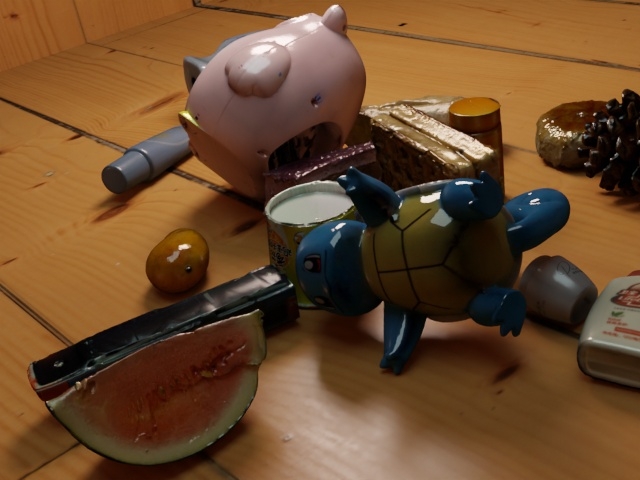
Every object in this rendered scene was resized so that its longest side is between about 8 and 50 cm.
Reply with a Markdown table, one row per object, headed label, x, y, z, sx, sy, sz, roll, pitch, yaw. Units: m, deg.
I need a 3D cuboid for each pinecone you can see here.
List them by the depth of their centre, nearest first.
| label | x | y | z | sx | sy | sz | roll | pitch | yaw |
| --- | --- | --- | --- | --- | --- | --- | --- | --- | --- |
| pinecone | 0.560 | -0.173 | 1.497 | 0.208 | 0.207 | 0.207 | -8 | 29 | 4 |

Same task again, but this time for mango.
| label | x | y | z | sx | sy | sz | roll | pitch | yaw |
| --- | --- | --- | --- | --- | --- | --- | --- | --- | --- |
| mango | -0.250 | 0.032 | 1.492 | 0.115 | 0.089 | 0.165 | -10 | 24 | 19 |

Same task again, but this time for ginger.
| label | x | y | z | sx | sy | sz | roll | pitch | yaw |
| --- | --- | --- | --- | --- | --- | --- | --- | --- | --- |
| ginger | 0.209 | -0.249 | 1.803 | 0.354 | 0.126 | 0.190 | -2 | 35 | 11 |

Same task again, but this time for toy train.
| label | x | y | z | sx | sy | sz | roll | pitch | yaw |
| --- | --- | --- | --- | --- | --- | --- | --- | --- | --- |
| toy train | -0.229 | 0.152 | 1.264 | 0.410 | 0.089 | 0.086 | -23 | 34 | -20 |

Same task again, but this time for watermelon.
| label | x | y | z | sx | sy | sz | roll | pitch | yaw |
| --- | --- | --- | --- | --- | --- | --- | --- | --- | --- |
| watermelon | -0.192 | 0.223 | 1.095 | 0.304 | 0.159 | 0.128 | -21 | 59 | -29 |

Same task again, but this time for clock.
| label | x | y | z | sx | sy | sz | roll | pitch | yaw |
| --- | --- | --- | --- | --- | --- | --- | --- | --- | --- |
| clock | -0.063 | -0.269 | 1.689 | 0.250 | 0.368 | 0.377 | 40 | 73 | 19 |

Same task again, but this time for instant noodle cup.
| label | x | y | z | sx | sy | sz | roll | pitch | yaw |
| --- | --- | --- | --- | --- | --- | --- | --- | --- | --- |
| instant noodle cup | 0.000 | 0.000 | 1.400 | 0.205 | 0.153 | 0.205 | -8 | 30 | 4 |

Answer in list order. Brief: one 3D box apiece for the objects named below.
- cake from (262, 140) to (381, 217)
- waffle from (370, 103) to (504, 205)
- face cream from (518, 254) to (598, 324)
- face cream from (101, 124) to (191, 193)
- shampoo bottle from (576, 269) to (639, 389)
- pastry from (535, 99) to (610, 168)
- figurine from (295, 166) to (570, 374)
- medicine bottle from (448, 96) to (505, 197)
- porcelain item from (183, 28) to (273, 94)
| label | x | y | z | sx | sy | sz | roll | pitch | yaw |
| --- | --- | --- | --- | --- | --- | --- | --- | --- | --- |
| cake | 0.041 | -0.106 | 1.561 | 0.295 | 0.115 | 0.113 | -19 | 26 | -21 |
| waffle | 0.200 | -0.097 | 1.443 | 0.091 | 0.212 | 0.308 | -23 | 32 | -13 |
| face cream | 0.348 | 0.073 | 1.223 | 0.091 | 0.091 | 0.095 | -26 | 42 | -27 |
| face cream | -0.374 | -0.213 | 1.973 | 0.136 | 0.086 | 0.385 | 5 | 27 | 25 |
| shampoo bottle | 0.461 | 0.096 | 1.161 | 0.153 | 0.071 | 0.284 | 9 | 36 | 28 |
| pastry | 0.531 | -0.216 | 1.677 | 0.193 | 0.093 | 0.182 | -5 | 32 | 7 |
| figurine | 0.161 | 0.008 | 1.184 | 0.417 | 0.297 | 0.243 | -15 | 18 | 7 |
| medicine bottle | 0.292 | -0.161 | 1.551 | 0.096 | 0.191 | 0.096 | -7 | 29 | 4 |
| porcelain item | -0.149 | -0.460 | 2.241 | 0.405 | 0.178 | 0.242 | -19 | 29 | -21 |
